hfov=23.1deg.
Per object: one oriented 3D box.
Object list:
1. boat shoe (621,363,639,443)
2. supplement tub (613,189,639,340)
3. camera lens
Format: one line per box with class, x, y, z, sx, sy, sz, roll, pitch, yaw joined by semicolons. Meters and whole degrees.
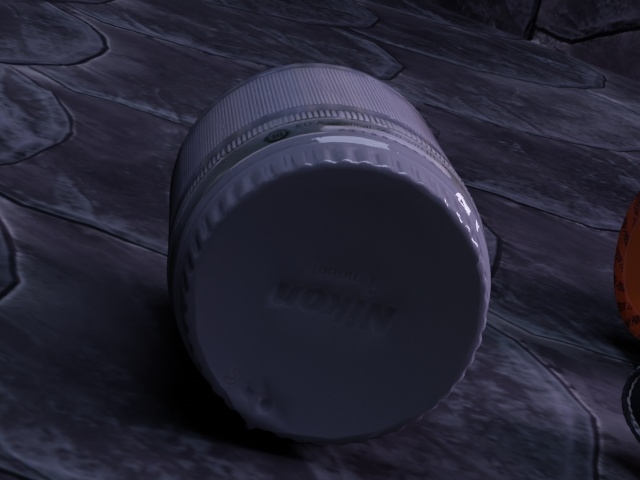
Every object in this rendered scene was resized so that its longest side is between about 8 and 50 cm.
boat shoe;0.309;0.162;1.071;0.091;0.114;0.302;9;16;-42
supplement tub;0.457;0.039;1.448;0.338;0.207;0.207;10;17;-20
camera lens;0.000;0.000;1.127;0.219;0.219;0.274;13;16;-9
